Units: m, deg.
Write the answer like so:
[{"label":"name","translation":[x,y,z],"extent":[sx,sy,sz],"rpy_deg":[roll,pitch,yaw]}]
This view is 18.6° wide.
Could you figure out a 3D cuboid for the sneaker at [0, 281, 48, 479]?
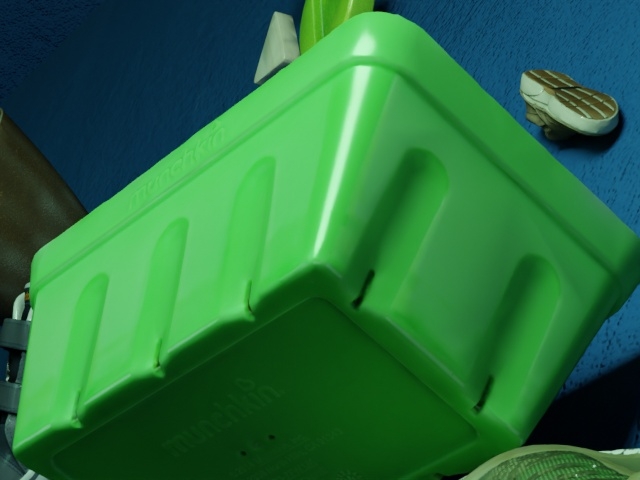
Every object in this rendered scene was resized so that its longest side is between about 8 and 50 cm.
[{"label":"sneaker","translation":[-0.274,0.124,1.969],"extent":[0.321,0.127,0.126],"rpy_deg":[-58,22,-19]}]

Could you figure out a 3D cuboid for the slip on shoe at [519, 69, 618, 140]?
[{"label":"slip on shoe","translation":[0.186,-0.094,1.481],"extent":[0.135,0.051,0.041],"rpy_deg":[-135,46,-64]}]

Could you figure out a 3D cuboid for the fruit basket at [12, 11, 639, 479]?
[{"label":"fruit basket","translation":[0.020,0.016,1.251],"extent":[0.392,0.283,0.392],"rpy_deg":[-42,20,19]}]

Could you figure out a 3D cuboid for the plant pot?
[{"label":"plant pot","translation":[-0.334,0.009,2.155],"extent":[0.215,0.230,0.215],"rpy_deg":[-42,21,20]}]

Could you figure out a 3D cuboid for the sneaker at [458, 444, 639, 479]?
[{"label":"sneaker","translation":[0.164,0.141,0.945],"extent":[0.182,0.158,0.410],"rpy_deg":[-40,17,-31]}]

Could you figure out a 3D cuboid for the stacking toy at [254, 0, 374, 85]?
[{"label":"stacking toy","translation":[0.049,-0.299,2.160],"extent":[0.309,0.130,0.279],"rpy_deg":[169,112,-66]}]
